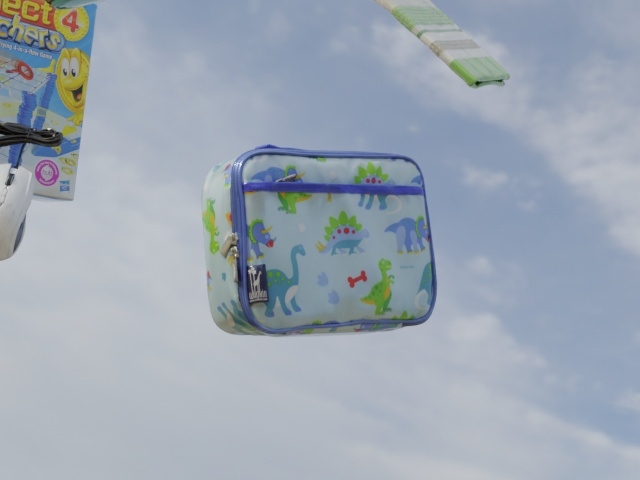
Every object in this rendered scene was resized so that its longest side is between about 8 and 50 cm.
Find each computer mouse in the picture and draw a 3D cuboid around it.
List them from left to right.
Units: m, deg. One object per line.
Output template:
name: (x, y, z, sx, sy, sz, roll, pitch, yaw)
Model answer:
computer mouse: (-0.417, -0.067, 1.608, 0.106, 0.193, 0.042, 12, -11, -6)

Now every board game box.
board game box: (-0.488, -0.226, 1.714, 0.308, 0.302, 0.086, 10, -6, -40)

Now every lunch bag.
lunch bag: (0.000, 0.000, 1.103, 0.219, 0.176, 0.090, 2, -9, -33)

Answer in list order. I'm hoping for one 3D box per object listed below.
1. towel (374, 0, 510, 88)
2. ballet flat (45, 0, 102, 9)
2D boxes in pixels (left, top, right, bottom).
towel: (0.113, -0.203, 1.186, 0.152, 0.113, 0.023, 46, -64, 14)
ballet flat: (-0.172, -0.306, 1.244, 0.248, 0.086, 0.086, -14, -29, 0)
